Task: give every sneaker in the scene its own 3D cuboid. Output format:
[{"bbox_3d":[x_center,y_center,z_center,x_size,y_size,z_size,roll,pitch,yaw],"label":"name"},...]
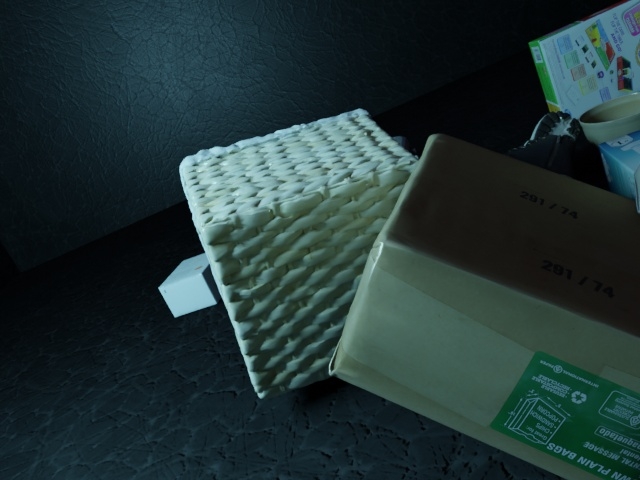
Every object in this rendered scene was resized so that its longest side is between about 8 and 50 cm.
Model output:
[{"bbox_3d":[0.452,-0.149,1.251,0.279,0.107,0.118,-43,-22,-9],"label":"sneaker"},{"bbox_3d":[0.392,-0.157,1.165,0.222,0.083,0.118,12,61,11],"label":"sneaker"}]

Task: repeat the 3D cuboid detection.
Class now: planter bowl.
[{"bbox_3d":[0.626,-0.223,1.192,0.162,0.109,0.162,-22,18,8],"label":"planter bowl"}]

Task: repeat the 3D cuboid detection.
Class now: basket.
[{"bbox_3d":[-0.015,0.012,0.909,0.331,0.328,0.266,-17,27,-7],"label":"basket"}]

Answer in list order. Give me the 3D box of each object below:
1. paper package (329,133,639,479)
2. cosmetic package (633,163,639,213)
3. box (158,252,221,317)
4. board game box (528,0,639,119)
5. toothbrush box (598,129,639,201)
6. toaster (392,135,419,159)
[{"bbox_3d":[0.212,0.055,0.590,0.325,0.168,0.309,22,33,9],"label":"paper package"},{"bbox_3d":[0.496,-0.056,0.578,0.296,0.153,0.129,22,35,15],"label":"cosmetic package"},{"bbox_3d":[-0.313,0.105,1.507,0.130,0.091,0.170,-18,18,17],"label":"box"},{"bbox_3d":[0.748,-0.481,1.557,0.317,0.242,0.064,-23,16,1],"label":"board game box"},{"bbox_3d":[0.571,-0.090,0.853,0.216,0.126,0.295,-19,18,15],"label":"toothbrush box"},{"bbox_3d":[0.178,-0.211,1.716,0.227,0.129,0.146,-19,21,12],"label":"toaster"}]
